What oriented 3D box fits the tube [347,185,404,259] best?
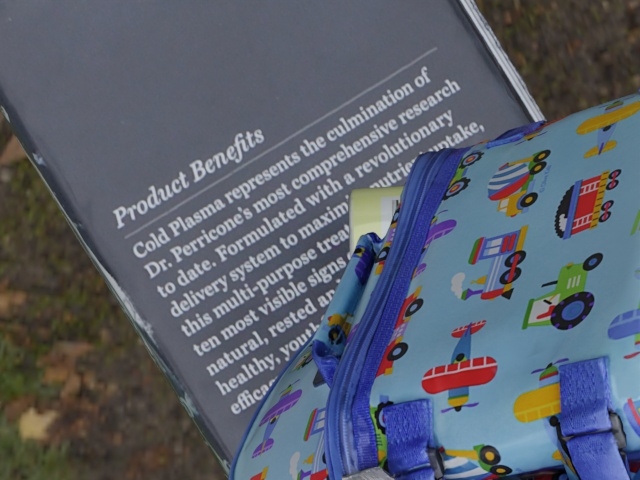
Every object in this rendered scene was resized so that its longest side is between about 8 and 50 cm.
[{"bbox_3d":[0.134,0.001,0.882,0.240,0.062,0.070,-3,135,4],"label":"tube"}]

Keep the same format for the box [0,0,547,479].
[{"bbox_3d":[0.000,0.000,1.273,0.297,0.480,0.472,-30,91,-5],"label":"box"}]

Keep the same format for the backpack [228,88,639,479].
[{"bbox_3d":[0.049,0.047,0.473,0.173,0.158,0.117,-15,124,38],"label":"backpack"}]
